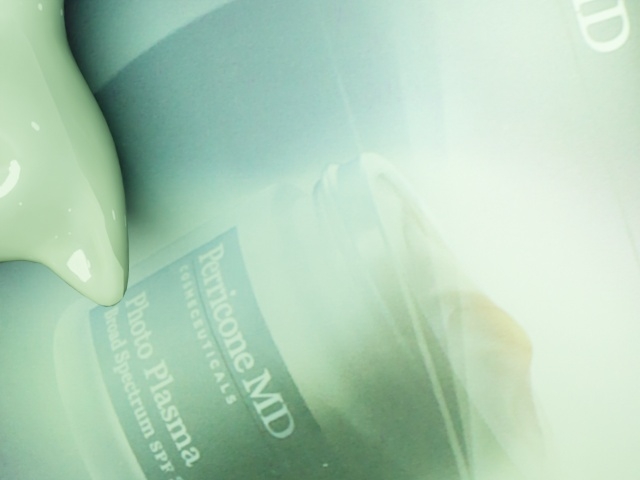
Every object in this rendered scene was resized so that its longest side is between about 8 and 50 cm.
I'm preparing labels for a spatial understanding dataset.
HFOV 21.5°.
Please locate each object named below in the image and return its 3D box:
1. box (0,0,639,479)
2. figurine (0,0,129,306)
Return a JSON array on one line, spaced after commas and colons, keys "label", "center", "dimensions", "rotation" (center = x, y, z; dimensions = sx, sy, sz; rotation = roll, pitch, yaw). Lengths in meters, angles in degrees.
[{"label": "box", "center": [0.000, 0.000, 0.561], "dimensions": [0.294, 0.183, 0.296], "rotation": [-17, 93, 19]}, {"label": "figurine", "center": [-0.136, -0.084, 0.461], "dimensions": [0.215, 0.092, 0.209], "rotation": [3, 90, 23]}]
